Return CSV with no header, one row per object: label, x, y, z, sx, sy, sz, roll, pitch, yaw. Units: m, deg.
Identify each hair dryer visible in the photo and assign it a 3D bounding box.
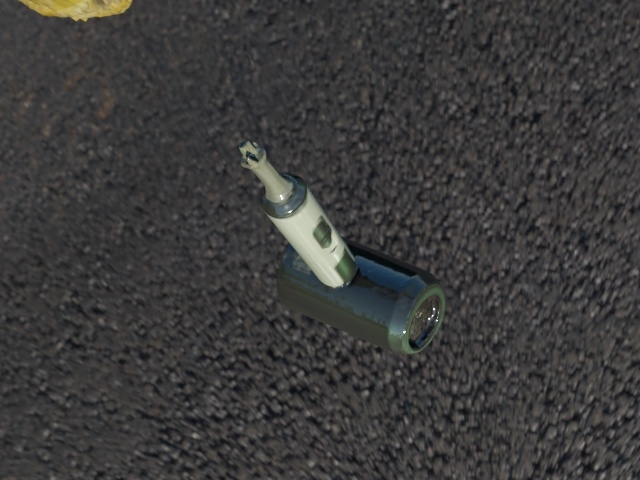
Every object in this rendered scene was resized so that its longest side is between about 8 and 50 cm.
hair dryer,0.000,0.000,0.701,0.100,0.198,0.057,20,72,33

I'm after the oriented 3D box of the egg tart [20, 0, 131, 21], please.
egg tart,-0.213,-0.278,0.813,0.115,0.290,0.290,-25,66,-33
